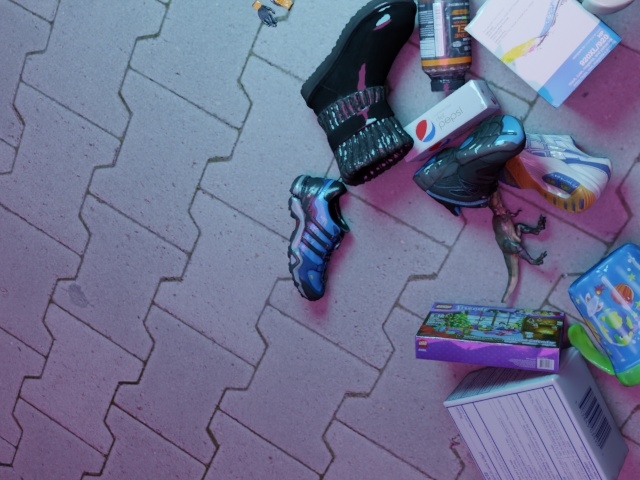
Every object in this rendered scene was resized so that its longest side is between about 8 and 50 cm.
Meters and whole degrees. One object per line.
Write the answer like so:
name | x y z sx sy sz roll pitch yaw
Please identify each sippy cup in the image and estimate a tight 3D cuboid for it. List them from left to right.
sippy cup | 0.626 0.134 1.529 0.305 0.240 0.224 -42 77 17

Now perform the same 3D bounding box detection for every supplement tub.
supplement tub | 0.255 -0.405 1.565 0.106 0.106 0.198 0 106 21

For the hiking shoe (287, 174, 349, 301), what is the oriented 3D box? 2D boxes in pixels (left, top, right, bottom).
hiking shoe | 0.000 0.000 1.775 0.132 0.113 0.304 3 106 21

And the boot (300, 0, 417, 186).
boot | 0.121 -0.303 1.579 0.348 0.131 0.260 -47 58 38

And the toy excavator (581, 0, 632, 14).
toy excavator | 0.413 -0.660 1.312 0.433 0.222 0.445 23 101 9

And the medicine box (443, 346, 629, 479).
medicine box | 0.463 0.404 1.663 0.289 0.149 0.263 -24 96 41

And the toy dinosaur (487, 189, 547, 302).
toy dinosaur | 0.424 0.004 1.646 0.118 0.064 0.268 -4 105 37

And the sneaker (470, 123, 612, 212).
sneaker | 0.451 -0.169 1.572 0.296 0.131 0.112 36 155 27

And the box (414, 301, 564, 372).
box | 0.367 0.202 1.647 0.293 0.201 0.057 3 107 20

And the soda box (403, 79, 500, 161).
soda box | 0.261 -0.247 1.602 0.216 0.074 0.069 -34 77 34

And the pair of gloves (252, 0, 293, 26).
pair of gloves | -0.109 -0.527 1.719 0.074 0.010 0.083 47 116 2

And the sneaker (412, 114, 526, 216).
sneaker | 0.323 -0.146 1.545 0.139 0.125 0.341 48 160 -6

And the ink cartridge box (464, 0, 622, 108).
ink cartridge box | 0.426 -0.397 1.465 0.232 0.171 0.168 42 115 4
